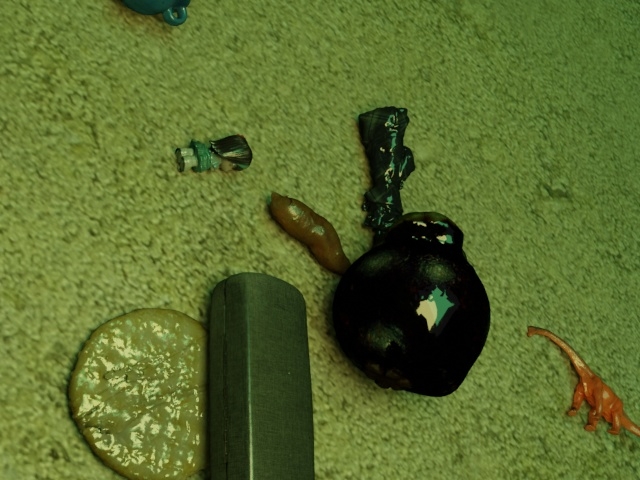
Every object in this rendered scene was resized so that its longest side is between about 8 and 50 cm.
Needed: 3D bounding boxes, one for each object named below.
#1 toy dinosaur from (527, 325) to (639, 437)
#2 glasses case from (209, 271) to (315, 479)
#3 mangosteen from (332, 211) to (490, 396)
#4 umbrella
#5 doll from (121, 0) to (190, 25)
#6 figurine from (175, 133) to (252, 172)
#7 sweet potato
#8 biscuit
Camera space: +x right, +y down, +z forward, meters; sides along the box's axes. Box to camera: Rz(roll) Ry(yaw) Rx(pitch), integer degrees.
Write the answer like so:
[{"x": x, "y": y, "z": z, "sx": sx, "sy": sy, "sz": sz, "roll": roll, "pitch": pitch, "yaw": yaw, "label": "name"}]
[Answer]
[{"x": 0.431, "y": 0.246, "z": 1.382, "sx": 0.279, "sy": 0.055, "sz": 0.101, "roll": 42, "pitch": 49, "yaw": -10, "label": "toy dinosaur"}, {"x": -0.071, "y": 0.201, "z": 1.059, "sx": 0.131, "sy": 0.074, "sz": 0.323, "roll": 22, "pitch": 56, "yaw": -46, "label": "glasses case"}, {"x": 0.125, "y": 0.086, "z": 1.155, "sx": 0.242, "sy": 0.243, "sz": 0.243, "roll": 10, "pitch": 69, "yaw": -27, "label": "mangosteen"}, {"x": 0.102, "y": -0.088, "z": 1.295, "sx": 0.071, "sy": 0.080, "sz": 0.224, "roll": 28, "pitch": 59, "yaw": -61, "label": "umbrella"}, {"x": -0.230, "y": -0.469, "z": 1.181, "sx": 0.199, "sy": 0.145, "sz": 0.363, "roll": -10, "pitch": 86, "yaw": -37, "label": "doll"}, {"x": -0.144, "y": -0.118, "z": 1.172, "sx": 0.105, "sy": 0.047, "sz": 0.060, "roll": -9, "pitch": 42, "yaw": -25, "label": "figurine"}, {"x": 0.000, "y": 0.000, "z": 1.213, "sx": 0.195, "sy": 0.056, "sz": 0.056, "roll": 46, "pitch": 57, "yaw": -16, "label": "sweet potato"}, {"x": -0.195, "y": 0.186, "z": 1.045, "sx": 0.219, "sy": 0.033, "sz": 0.220, "roll": 10, "pitch": 69, "yaw": -28, "label": "biscuit"}]
